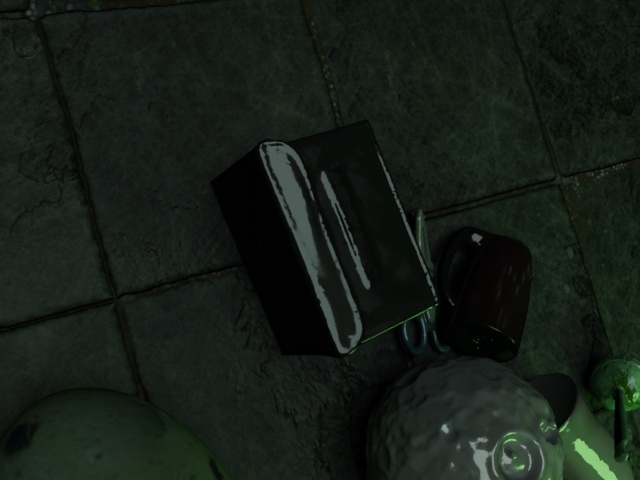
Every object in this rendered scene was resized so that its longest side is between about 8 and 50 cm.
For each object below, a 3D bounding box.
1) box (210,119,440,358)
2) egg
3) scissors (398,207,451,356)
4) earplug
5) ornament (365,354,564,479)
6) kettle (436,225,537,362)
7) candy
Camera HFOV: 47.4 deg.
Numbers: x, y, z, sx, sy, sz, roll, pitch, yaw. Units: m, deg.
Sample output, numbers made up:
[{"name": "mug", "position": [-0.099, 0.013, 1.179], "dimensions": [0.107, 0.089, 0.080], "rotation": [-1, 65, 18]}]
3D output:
[{"name": "box", "position": [-0.001, 0.000, 1.229], "dimensions": [0.204, 0.251, 0.345], "rotation": [-22, 91, -26]}, {"name": "egg", "position": [-0.277, 0.403, 0.977], "dimensions": [0.345, 0.345, 0.428], "rotation": [-34, 87, -25]}, {"name": "scissors", "position": [0.199, 0.078, 1.416], "dimensions": [0.138, 0.041, 0.289], "rotation": [0, 81, -33]}, {"name": "earplug", "position": [0.518, 0.420, 1.438], "dimensions": [0.301, 0.172, 0.172], "rotation": [44, 66, -16]}, {"name": "ornament", "position": [0.246, 0.359, 1.238], "dimensions": [0.337, 0.337, 0.337], "rotation": [5, 78, -23]}, {"name": "kettle", "position": [0.316, 0.094, 1.422], "dimensions": [0.202, 0.144, 0.232], "rotation": [26, 58, -2]}, {"name": "candy", "position": [0.565, 0.322, 1.380], "dimensions": [0.119, 0.119, 0.440], "rotation": [67, 24, 0]}]
